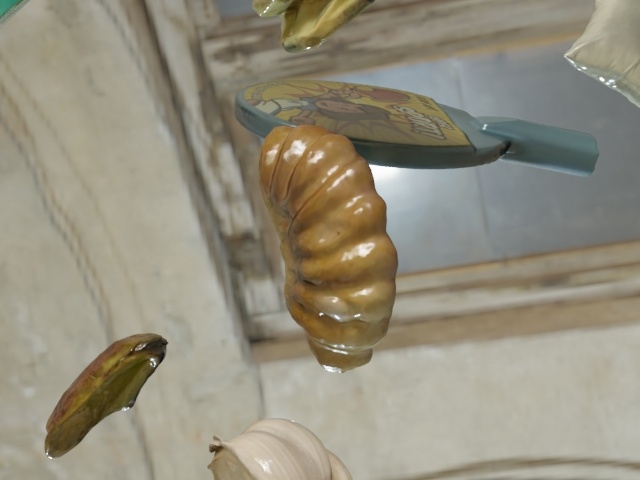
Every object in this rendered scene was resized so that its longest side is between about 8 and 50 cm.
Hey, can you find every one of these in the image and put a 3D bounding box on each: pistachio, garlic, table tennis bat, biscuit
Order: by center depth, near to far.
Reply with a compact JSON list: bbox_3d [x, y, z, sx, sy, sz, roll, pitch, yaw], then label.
[{"bbox_3d":[0.000,0.000,1.011,0.118,0.061,0.183,-28,73,58],"label":"biscuit"},{"bbox_3d":[0.085,-0.098,1.289,0.215,0.329,0.044,-114,32,-70],"label":"table tennis bat"},{"bbox_3d":[-0.223,0.150,1.481,0.049,0.173,0.089,50,-173,26],"label":"pistachio"},{"bbox_3d":[-0.028,0.339,1.753,0.203,0.184,0.281,47,138,32],"label":"garlic"}]

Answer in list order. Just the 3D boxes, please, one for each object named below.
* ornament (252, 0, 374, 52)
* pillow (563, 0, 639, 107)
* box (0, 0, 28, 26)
[{"bbox_3d":[0.040,-0.218,1.081,0.059,0.180,0.201,49,-163,-6],"label":"ornament"},{"bbox_3d":[0.381,-0.169,1.562,0.144,0.254,0.078,-53,-1,-37],"label":"pillow"},{"bbox_3d":[-0.347,-0.184,1.359,0.042,0.226,0.161,48,-141,-13],"label":"box"}]
